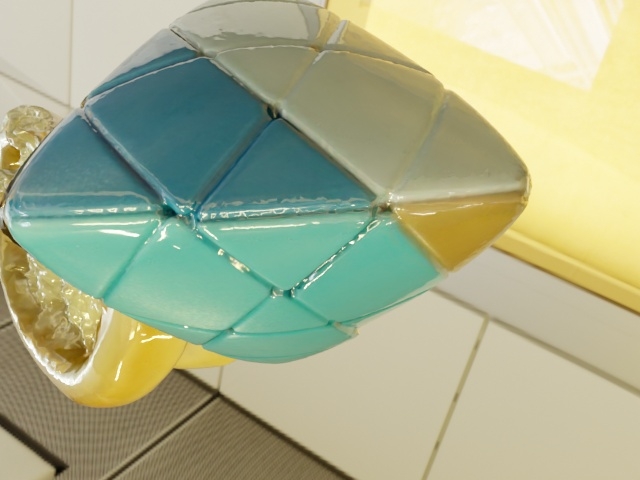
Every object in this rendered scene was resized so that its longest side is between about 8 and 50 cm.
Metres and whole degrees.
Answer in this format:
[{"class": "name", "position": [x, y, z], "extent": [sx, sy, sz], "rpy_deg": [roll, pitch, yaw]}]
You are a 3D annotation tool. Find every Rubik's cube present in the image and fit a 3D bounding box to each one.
[{"class": "Rubik's cube", "position": [0.000, 0.000, 0.419], "extent": [0.254, 0.255, 0.254], "rpy_deg": [10, -150, -6]}]

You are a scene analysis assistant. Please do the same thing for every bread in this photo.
[{"class": "bread", "position": [-0.263, -0.003, 0.908], "extent": [0.245, 0.329, 0.424], "rpy_deg": [-19, -136, -32]}]
